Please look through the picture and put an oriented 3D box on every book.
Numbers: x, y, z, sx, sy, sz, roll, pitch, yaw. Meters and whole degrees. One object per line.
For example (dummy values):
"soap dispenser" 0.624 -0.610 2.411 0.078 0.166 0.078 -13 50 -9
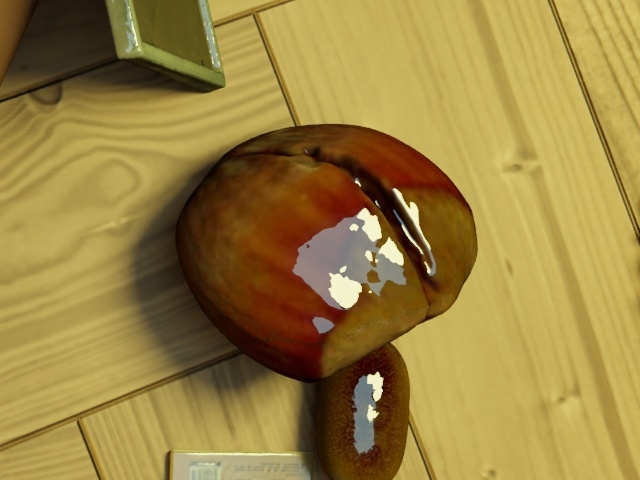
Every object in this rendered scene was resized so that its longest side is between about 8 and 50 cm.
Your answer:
"book" -0.063 0.250 1.450 0.118 0.012 0.172 4 84 -17

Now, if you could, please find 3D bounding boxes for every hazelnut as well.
"hazelnut" 0.001 -0.002 1.400 0.212 0.181 0.180 -33 97 -33

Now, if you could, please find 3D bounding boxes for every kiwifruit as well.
"kiwifruit" 0.033 0.136 1.458 0.075 0.075 0.124 3 80 -17

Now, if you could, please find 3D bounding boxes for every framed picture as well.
"framed picture" -0.125 -0.230 1.320 0.020 0.324 0.240 -12 91 7

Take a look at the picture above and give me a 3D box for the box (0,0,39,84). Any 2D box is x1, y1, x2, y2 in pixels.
"box" -0.361 -0.202 1.280 0.339 0.239 0.229 23 82 -14
